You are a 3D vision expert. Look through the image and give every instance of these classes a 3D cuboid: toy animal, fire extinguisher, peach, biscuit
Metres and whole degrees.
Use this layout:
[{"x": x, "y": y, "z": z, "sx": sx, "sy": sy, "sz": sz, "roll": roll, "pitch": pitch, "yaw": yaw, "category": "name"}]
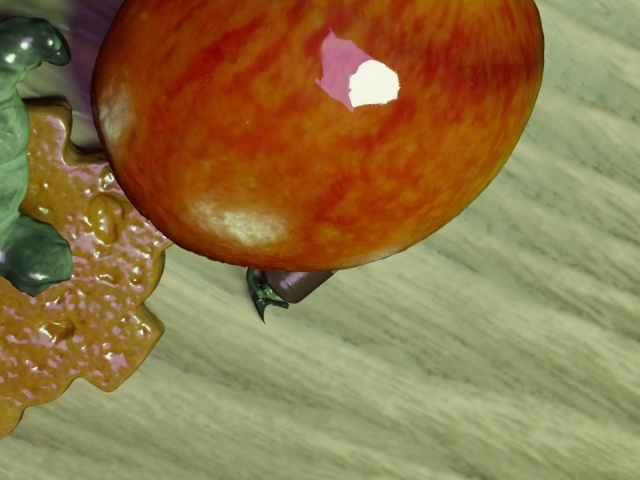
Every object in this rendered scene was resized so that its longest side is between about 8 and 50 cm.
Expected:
[{"x": -0.237, "y": -0.082, "z": 0.783, "sx": 0.168, "sy": 0.106, "sz": 0.343, "roll": -16, "pitch": 96, "yaw": -6, "category": "toy animal"}, {"x": 0.000, "y": 0.000, "z": 0.915, "sx": 0.157, "sy": 0.045, "sz": 0.078, "roll": -39, "pitch": 145, "yaw": 8, "category": "fire extinguisher"}, {"x": -0.002, "y": -0.096, "z": 0.786, "sx": 0.281, "sy": 0.238, "sz": 0.281, "roll": -21, "pitch": 149, "yaw": -13, "category": "peach"}, {"x": -0.244, "y": -0.007, "z": 0.886, "sx": 0.306, "sy": 0.043, "sz": 0.284, "roll": 41, "pitch": 101, "yaw": -17, "category": "biscuit"}]
